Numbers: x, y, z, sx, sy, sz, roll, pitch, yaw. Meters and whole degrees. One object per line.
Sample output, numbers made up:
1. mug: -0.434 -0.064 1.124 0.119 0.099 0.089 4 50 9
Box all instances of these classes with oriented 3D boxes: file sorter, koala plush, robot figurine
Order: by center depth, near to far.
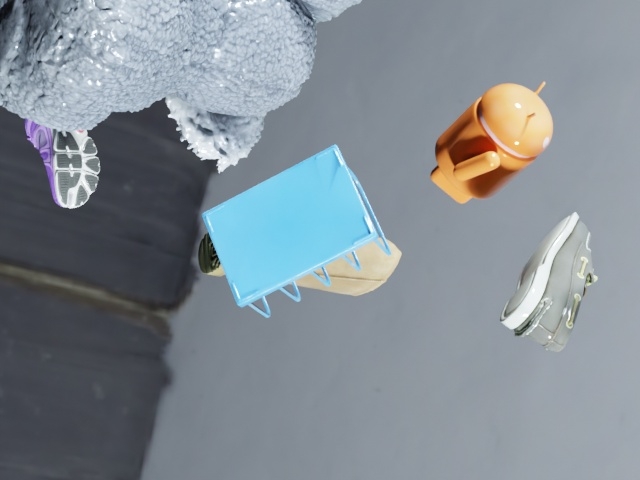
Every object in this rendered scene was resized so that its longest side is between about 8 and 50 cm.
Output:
1. koala plush: -0.089 -0.137 0.831 0.196 0.221 0.203 -52 44 22
2. file sorter: -0.021 -0.005 1.522 0.170 0.104 0.118 -27 68 9
3. robot figurine: 0.258 -0.146 2.029 0.219 0.158 0.128 -45 60 40

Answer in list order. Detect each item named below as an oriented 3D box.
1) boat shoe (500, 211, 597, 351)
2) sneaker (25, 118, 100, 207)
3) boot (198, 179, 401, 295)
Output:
1. boat shoe: 0.345 0.059 1.968 0.109 0.091 0.305 -52 -1 35
2. sneaker: -0.313 -0.116 1.618 0.071 0.068 0.170 -24 72 37
3. boot: 0.000 0.000 1.861 0.236 0.269 0.089 -27 61 49
